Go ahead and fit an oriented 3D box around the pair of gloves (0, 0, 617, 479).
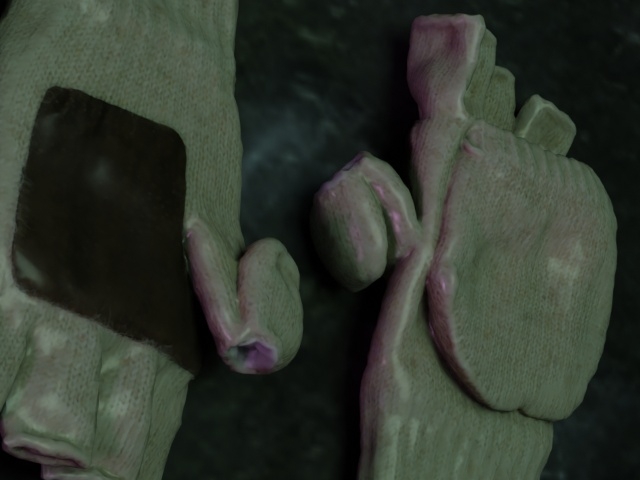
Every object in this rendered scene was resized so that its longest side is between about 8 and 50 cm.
[{"bbox_3d":[0.000,0.000,0.574,0.240,0.042,0.204,30,59,-33],"label":"pair of gloves"}]
